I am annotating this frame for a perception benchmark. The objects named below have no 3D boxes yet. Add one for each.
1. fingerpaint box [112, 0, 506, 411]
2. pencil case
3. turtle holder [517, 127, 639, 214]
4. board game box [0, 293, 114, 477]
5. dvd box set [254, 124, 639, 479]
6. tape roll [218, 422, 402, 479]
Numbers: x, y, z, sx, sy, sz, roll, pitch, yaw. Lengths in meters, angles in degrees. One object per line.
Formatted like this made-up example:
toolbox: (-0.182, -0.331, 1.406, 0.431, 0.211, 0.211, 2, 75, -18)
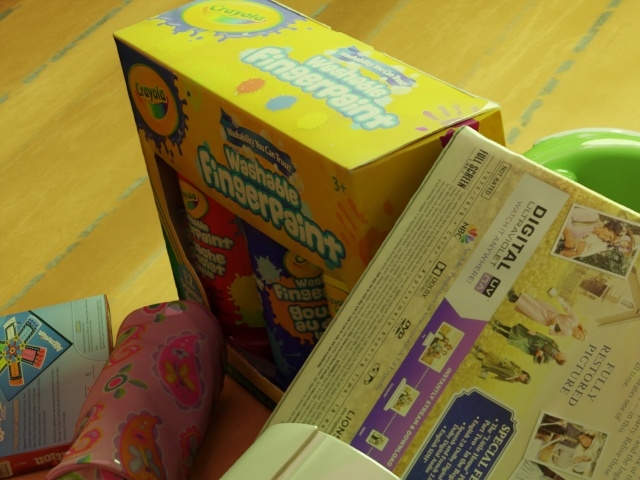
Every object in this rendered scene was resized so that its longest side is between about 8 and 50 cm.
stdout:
fingerpaint box: (0.000, 0.000, 1.731, 0.163, 0.371, 0.445, -24, 32, -23)
pencil case: (-0.170, 0.172, 1.738, 0.124, 0.124, 0.284, -4, 31, 14)
turtle holder: (0.302, -0.004, 1.772, 0.320, 0.243, 0.227, -19, 11, 4)
board game box: (-0.286, 0.148, 1.919, 0.145, 0.027, 0.281, -11, 29, -3)
dvd box set: (0.197, 0.130, 1.360, 0.420, 0.062, 0.307, 28, 82, 30)
tape roll: (-0.005, 0.277, 1.334, 0.246, 0.246, 0.169, 19, 56, 43)
